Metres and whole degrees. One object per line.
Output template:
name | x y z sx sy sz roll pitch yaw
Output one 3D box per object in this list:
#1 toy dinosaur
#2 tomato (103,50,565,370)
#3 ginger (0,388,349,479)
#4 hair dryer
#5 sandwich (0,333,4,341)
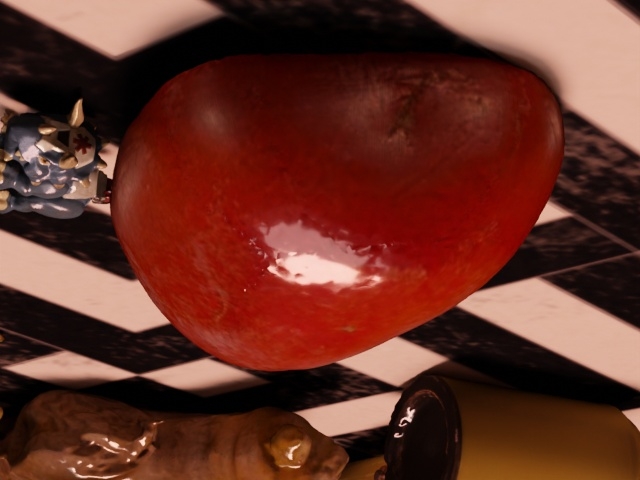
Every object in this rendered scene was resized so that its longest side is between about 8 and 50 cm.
toy dinosaur | -0.106 -0.029 0.666 0.047 0.030 0.083 6 158 -5
tomato | 0.005 0.003 0.640 0.166 0.082 0.174 1 152 -17
ginger | -0.136 0.135 1.023 0.333 0.080 0.166 2 144 17
hair dryer | 0.074 0.150 1.048 0.135 0.090 0.279 10 163 -24
sandwich | -0.245 0.050 0.907 0.116 0.074 0.074 -23 172 -32
